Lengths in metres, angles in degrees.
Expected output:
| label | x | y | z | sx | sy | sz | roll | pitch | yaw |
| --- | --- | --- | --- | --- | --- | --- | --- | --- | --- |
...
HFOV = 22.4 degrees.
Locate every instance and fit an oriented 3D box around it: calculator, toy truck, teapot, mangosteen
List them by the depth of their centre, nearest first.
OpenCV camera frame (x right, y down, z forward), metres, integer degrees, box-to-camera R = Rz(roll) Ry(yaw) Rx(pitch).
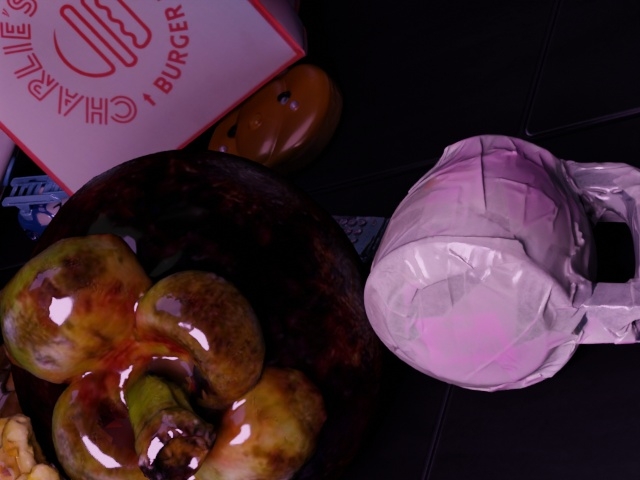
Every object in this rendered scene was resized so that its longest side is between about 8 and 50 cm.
| label | x | y | z | sx | sy | sz | roll | pitch | yaw |
| --- | --- | --- | --- | --- | --- | --- | --- | --- | --- |
| teapot | 0.150 | -0.003 | 1.223 | 0.222 | 0.163 | 0.178 | -21 | 35 | 36 |
| mangosteen | -0.106 | 0.086 | 1.276 | 0.330 | 0.330 | 0.330 | -30 | 38 | 27 |
| calculator | 0.000 | 0.000 | 1.525 | 0.172 | 0.018 | 0.057 | 3 | 58 | 52 |
| toy truck | -0.296 | -0.043 | 1.864 | 0.136 | 0.074 | 0.063 | -4 | 53 | 26 |

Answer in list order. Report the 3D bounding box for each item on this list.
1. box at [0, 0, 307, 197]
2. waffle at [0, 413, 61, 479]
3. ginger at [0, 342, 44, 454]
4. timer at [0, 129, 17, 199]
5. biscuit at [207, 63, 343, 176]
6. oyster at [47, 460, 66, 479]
| label | x | y | z | sx | sy | sz | roll | pitch | yaw |
| --- | --- | --- | --- | --- | --- | --- | --- | --- | --- |
| box | -0.224 | -0.276 | 1.755 | 0.312 | 0.314 | 0.300 | -36 | 22 | 20 |
| waffle | -0.193 | 0.287 | 1.226 | 0.068 | 0.324 | 0.302 | -22 | 18 | -19 |
| ginger | -0.343 | 0.215 | 1.622 | 0.309 | 0.107 | 0.133 | -55 | 25 | -12 |
| timer | -0.425 | -0.056 | 1.930 | 0.237 | 0.087 | 0.262 | 126 | 162 | -53 |
| biscuit | -0.054 | -0.127 | 1.682 | 0.170 | 0.050 | 0.170 | -29 | 38 | 26 |
| oyster | -0.339 | 0.329 | 1.550 | 0.345 | 0.079 | 0.129 | -52 | 25 | 1 |
